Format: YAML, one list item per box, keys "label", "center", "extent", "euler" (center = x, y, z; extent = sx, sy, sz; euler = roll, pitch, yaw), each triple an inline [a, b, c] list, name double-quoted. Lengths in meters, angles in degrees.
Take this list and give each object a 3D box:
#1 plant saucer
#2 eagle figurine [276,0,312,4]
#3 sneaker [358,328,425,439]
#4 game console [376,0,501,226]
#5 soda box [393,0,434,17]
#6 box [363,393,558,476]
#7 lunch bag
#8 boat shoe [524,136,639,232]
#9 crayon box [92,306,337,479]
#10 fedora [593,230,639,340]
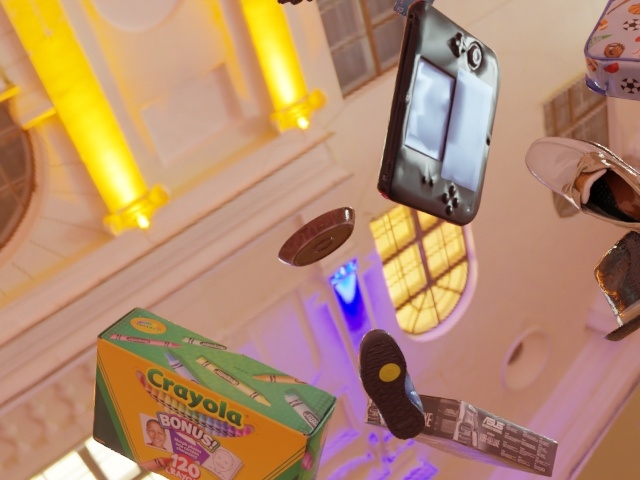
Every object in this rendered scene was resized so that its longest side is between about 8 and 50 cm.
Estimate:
- label: "plant saucer"
  center: [0.000, 0.000, 1.506]
  extent: [0.168, 0.168, 0.029]
  euler: [-29, -108, -14]
- label: "eagle figurine"
  center: [-0.015, -0.510, 1.313]
  extent: [0.226, 0.298, 0.225]
  euler: [10, -159, -27]
- label: "sneaker"
  center: [0.095, 0.197, 1.179]
  extent: [0.069, 0.209, 0.082]
  euler: [-23, -146, 1]
- label: "game console"
  center: [0.248, -0.239, 1.627]
  extent: [0.060, 0.342, 0.386]
  euler: [6, -96, 36]
- label: "soda box"
  center: [0.220, -0.538, 1.631]
  extent: [0.071, 0.210, 0.067]
  euler: [29, -121, 0]
- label: "box"
  center: [0.277, 0.379, 1.605]
  extent: [0.242, 0.307, 0.076]
  euler: [-5, -117, 52]
- label: "lunch bag"
  center: [0.654, -0.359, 1.481]
  extent: [0.303, 0.115, 0.243]
  euler: [16, -123, 33]
- label: "boat shoe"
  center: [0.481, -0.103, 1.413]
  extent: [0.302, 0.113, 0.103]
  euler: [31, -159, 34]
- label: "crayon box"
  center: [-0.131, 0.211, 0.955]
  extent: [0.278, 0.165, 0.081]
  euler: [21, -149, 17]
- label: "fedora"
  center: [0.629, 0.042, 1.494]
  extent: [0.334, 0.334, 0.152]
  euler: [-28, -108, -13]
